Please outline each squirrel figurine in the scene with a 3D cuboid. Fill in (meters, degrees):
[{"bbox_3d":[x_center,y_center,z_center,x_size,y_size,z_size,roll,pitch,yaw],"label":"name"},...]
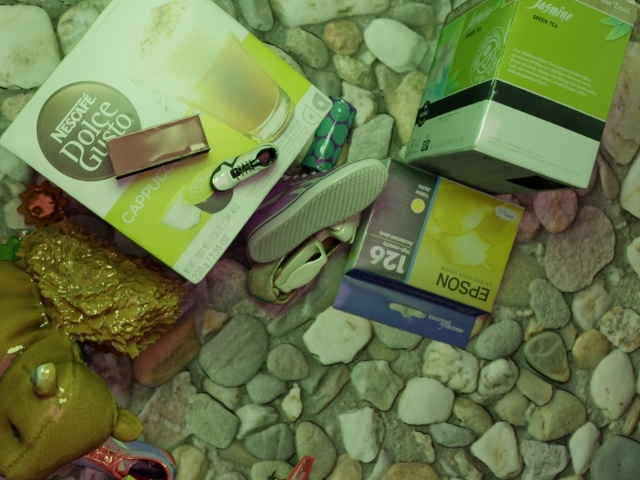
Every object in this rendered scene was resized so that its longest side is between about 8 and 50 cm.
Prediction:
[{"bbox_3d":[-0.387,0.149,1.050,0.397,0.370,0.281,-50,128,-19],"label":"squirrel figurine"}]

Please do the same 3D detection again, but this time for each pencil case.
[{"bbox_3d":[0.014,-0.191,1.363,0.065,0.070,0.151,25,86,-28],"label":"pencil case"}]

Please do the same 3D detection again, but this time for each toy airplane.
[{"bbox_3d":[-0.033,0.477,1.396,0.151,0.028,0.151,-2,103,-8],"label":"toy airplane"}]

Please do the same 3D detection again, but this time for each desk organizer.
[{"bbox_3d":[-0.216,-0.125,0.969,0.130,0.047,0.050,-19,95,-12],"label":"desk organizer"}]

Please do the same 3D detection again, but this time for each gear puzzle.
[{"bbox_3d":[-0.471,0.065,1.261,0.176,0.044,0.338,2,92,-14],"label":"gear puzzle"}]

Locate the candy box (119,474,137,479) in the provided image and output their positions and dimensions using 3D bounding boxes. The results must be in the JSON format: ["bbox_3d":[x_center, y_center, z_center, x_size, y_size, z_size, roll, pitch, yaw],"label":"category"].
[{"bbox_3d":[-0.293,0.489,1.285,0.105,0.027,0.206,-33,118,26],"label":"candy box"}]

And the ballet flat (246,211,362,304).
[{"bbox_3d":[0.000,0.000,1.344,0.316,0.106,0.107,-49,124,-6],"label":"ballet flat"}]

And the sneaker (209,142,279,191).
[{"bbox_3d":[-0.104,-0.102,1.000,0.109,0.044,0.040,-34,103,-9],"label":"sneaker"}]

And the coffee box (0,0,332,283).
[{"bbox_3d":[-0.244,-0.169,1.159,0.334,0.338,0.337,38,83,-13],"label":"coffee box"}]

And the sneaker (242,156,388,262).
[{"bbox_3d":[-0.026,-0.096,1.294,0.282,0.161,0.102,-29,138,10],"label":"sneaker"}]

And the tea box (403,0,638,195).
[{"bbox_3d":[0.340,-0.267,1.311,0.220,0.329,0.323,18,86,-14],"label":"tea box"}]

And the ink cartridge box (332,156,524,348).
[{"bbox_3d":[0.213,0.031,1.425,0.304,0.072,0.307,18,86,-15],"label":"ink cartridge box"}]

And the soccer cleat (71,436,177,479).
[{"bbox_3d":[-0.369,0.374,1.273,0.248,0.095,0.083,22,87,-14],"label":"soccer cleat"}]
